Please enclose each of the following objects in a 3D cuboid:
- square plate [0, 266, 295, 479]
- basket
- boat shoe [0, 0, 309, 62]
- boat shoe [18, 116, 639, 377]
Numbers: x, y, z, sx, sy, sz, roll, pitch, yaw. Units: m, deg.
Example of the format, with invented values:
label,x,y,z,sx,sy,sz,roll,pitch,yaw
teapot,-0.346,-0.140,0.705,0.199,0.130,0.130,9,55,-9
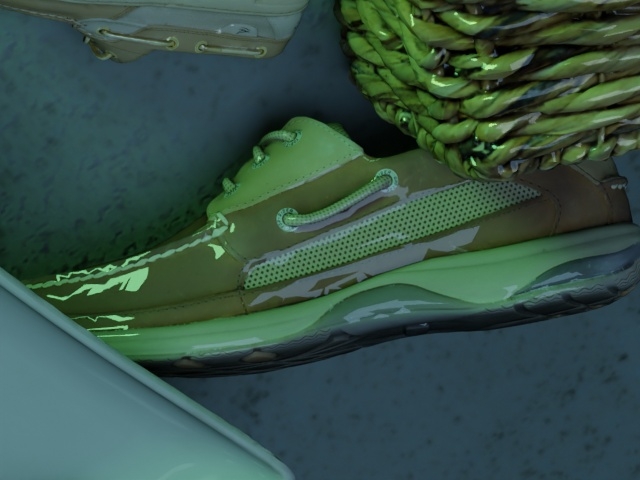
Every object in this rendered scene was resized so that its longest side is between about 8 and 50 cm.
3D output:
label,x,y,z,sx,sy,sz,roll,pitch,yaw
square plate,-0.249,0.098,0.649,0.347,0.049,0.344,-37,120,23
basket,0.148,-0.183,0.618,0.299,0.213,0.223,-19,117,-10
boat shoe,-0.089,-0.111,0.658,0.170,0.063,0.059,4,135,-14
boat shoe,0.000,0.000,0.717,0.324,0.123,0.116,-9,81,-5
